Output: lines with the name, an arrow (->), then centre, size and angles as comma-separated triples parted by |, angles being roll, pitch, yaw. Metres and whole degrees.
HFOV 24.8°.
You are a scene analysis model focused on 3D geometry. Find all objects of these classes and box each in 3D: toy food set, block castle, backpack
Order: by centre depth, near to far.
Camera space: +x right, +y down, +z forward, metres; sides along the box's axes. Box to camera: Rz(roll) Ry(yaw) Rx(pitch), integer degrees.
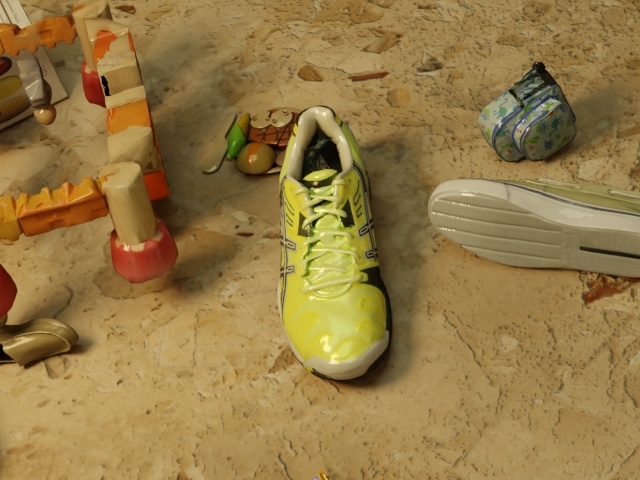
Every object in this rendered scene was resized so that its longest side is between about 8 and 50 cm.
backpack -> 0.269, -0.154, 1.885 | 0.114, 0.105, 0.084 | -33, 52, 4
block castle -> -0.365, -0.108, 1.952 | 0.303, 0.212, 0.453 | -14, 45, -4
toy food set -> -0.067, -0.142, 2.024 | 0.192, 0.038, 0.132 | 5, 53, 21

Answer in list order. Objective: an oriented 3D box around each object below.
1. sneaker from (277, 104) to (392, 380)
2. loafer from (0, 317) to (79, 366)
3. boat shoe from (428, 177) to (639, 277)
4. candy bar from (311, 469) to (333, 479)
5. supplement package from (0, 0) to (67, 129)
sneaker -> 0.000, 0.000, 1.812 | 0.145, 0.147, 0.384 | -13, 52, 5
loafer -> -0.381, 0.137, 1.885 | 0.148, 0.056, 0.050 | -8, 50, 24
boat shoe -> 0.286, -0.025, 1.789 | 0.302, 0.109, 0.094 | 13, 41, 16
candy bar -> -0.050, 0.317, 1.652 | 0.161, 0.018, 0.040 | -34, 50, -11
supplement package -> -0.530, -0.246, 2.190 | 0.244, 0.139, 0.134 | -28, 47, -5
